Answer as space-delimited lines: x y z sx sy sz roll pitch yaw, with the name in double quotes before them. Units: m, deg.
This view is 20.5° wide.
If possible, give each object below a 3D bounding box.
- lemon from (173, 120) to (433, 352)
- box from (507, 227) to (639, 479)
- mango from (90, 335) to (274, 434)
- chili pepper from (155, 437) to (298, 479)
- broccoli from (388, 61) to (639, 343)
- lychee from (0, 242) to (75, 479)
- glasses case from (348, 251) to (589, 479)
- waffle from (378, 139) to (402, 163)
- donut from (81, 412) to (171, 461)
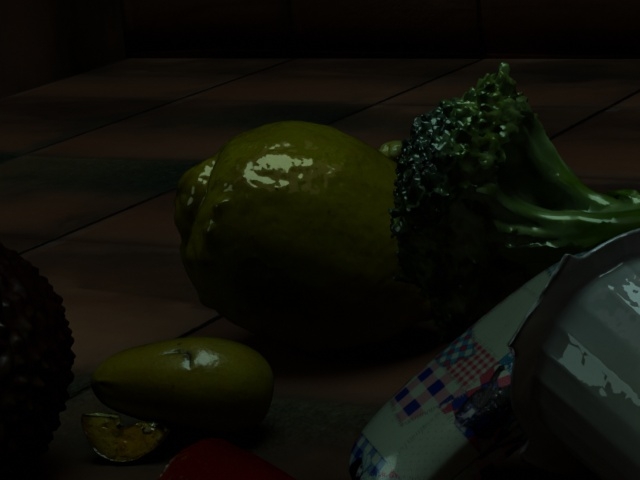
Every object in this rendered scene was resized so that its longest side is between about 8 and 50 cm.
"lemon" -0.007 -0.003 2.080 0.316 0.285 0.285 0 11 -29
"box" 0.337 0.138 1.529 0.291 0.262 0.206 -19 35 -16
"mango" -0.145 0.149 1.857 0.195 0.098 0.137 6 -11 7
"chili pepper" -0.025 0.263 1.387 0.134 0.131 0.338 -31 29 -20
"broccoli" 0.245 -0.031 1.762 0.353 0.274 0.397 13 -16 -27
"lychee" -0.381 0.125 1.771 0.276 0.275 0.304 -13 42 -23
"glasses case" 0.164 0.133 1.643 0.327 0.076 0.125 -40 35 -3
"waffle" 0.077 -0.035 2.280 0.261 0.250 0.056 -12 49 34
"donut" -0.197 0.195 1.829 0.083 0.067 0.038 -27 -15 12
